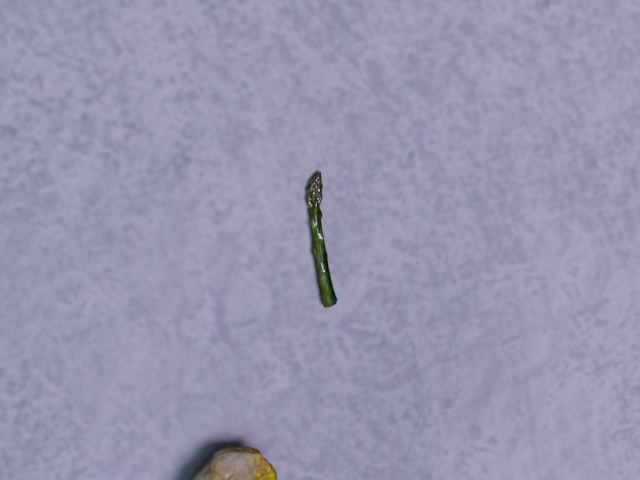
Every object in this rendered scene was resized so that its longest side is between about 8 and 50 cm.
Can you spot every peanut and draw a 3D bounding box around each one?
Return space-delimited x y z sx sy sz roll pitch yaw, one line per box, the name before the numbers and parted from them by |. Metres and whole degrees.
peanut | -0.076 0.269 1.296 0.087 0.087 0.207 1 108 -9

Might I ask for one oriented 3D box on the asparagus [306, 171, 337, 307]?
asparagus | 0.000 0.000 1.261 0.015 0.014 0.114 -23 114 -37
